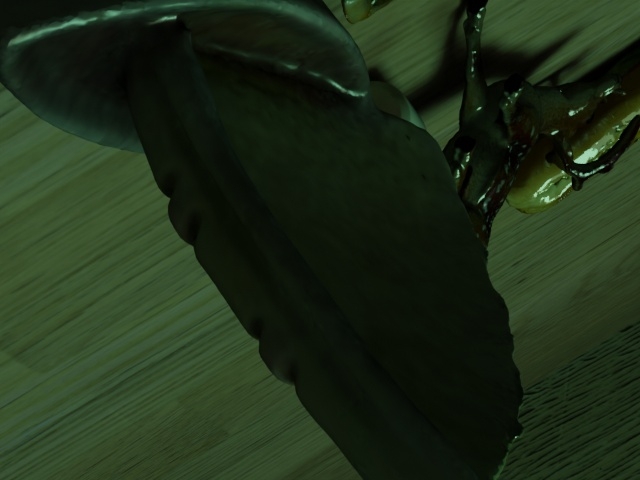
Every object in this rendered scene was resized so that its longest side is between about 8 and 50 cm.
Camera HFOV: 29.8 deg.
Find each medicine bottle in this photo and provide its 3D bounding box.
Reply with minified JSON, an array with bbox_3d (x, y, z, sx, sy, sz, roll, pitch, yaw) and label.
[{"bbox_3d":[0.044,-0.069,0.800,0.052,0.052,0.089,-35,161,8],"label":"medicine bottle"}]

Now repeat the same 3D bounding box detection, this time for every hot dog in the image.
[{"bbox_3d":[0.247,-0.108,1.013,0.235,0.062,0.092,-39,177,3],"label":"hot dog"}]

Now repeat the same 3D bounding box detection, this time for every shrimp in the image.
[{"bbox_3d":[0.029,-0.137,0.629,0.059,0.023,0.108,-66,162,-5],"label":"shrimp"}]

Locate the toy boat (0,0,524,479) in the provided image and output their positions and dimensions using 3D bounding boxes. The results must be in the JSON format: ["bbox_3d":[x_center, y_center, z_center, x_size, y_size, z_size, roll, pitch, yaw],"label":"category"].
[{"bbox_3d":[-0.009,-0.024,0.556,0.111,0.293,0.276,-40,175,24],"label":"toy boat"}]

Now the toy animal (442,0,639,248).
[{"bbox_3d":[0.124,-0.061,0.848,0.243,0.087,0.260,-50,155,-6],"label":"toy animal"}]
